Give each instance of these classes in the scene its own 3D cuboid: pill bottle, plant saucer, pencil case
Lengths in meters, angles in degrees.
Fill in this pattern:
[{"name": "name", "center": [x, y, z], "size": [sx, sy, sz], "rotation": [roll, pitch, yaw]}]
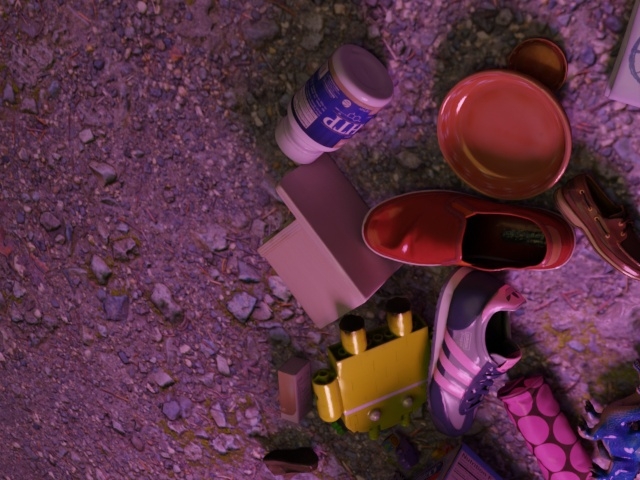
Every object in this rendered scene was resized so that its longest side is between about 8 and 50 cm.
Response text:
[{"name": "pill bottle", "center": [0.015, -0.204, 1.288], "size": [0.112, 0.112, 0.187], "rotation": [50, 130, 1]}, {"name": "plant saucer", "center": [0.300, -0.239, 1.148], "size": [0.083, 0.013, 0.083], "rotation": [15, 122, 26]}, {"name": "plant saucer", "center": [0.264, -0.153, 1.190], "size": [0.200, 0.037, 0.200], "rotation": [18, 128, 25]}, {"name": "pencil case", "center": [0.364, 0.314, 1.346], "size": [0.095, 0.098, 0.209], "rotation": [-28, 96, 4]}]

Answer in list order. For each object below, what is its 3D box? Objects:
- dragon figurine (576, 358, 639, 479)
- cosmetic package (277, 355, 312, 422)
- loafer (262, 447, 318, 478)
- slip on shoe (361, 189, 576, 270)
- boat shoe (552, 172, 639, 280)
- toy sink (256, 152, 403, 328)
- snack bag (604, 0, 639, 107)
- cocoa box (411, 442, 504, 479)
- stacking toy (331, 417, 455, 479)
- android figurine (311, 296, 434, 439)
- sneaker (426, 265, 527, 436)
[{"name": "dragon figurine", "center": [0.484, 0.316, 1.267], "size": [0.144, 0.085, 0.289], "rotation": [-7, 108, 36]}, {"name": "cosmetic package", "center": [-0.049, 0.289, 1.617], "size": [0.041, 0.060, 0.115], "rotation": [12, 118, 28]}, {"name": "loafer", "center": [-0.055, 0.462, 1.716], "size": [0.148, 0.056, 0.050], "rotation": [-9, 110, 46]}, {"name": "slip on shoe", "center": [0.209, -0.011, 1.250], "size": [0.331, 0.101, 0.123], "rotation": [7, 99, 28]}, {"name": "boat shoe", "center": [0.405, -0.019, 1.160], "size": [0.178, 0.064, 0.060], "rotation": [48, 132, 6]}, {"name": "toy sink", "center": [0.000, 0.000, 1.377], "size": [0.131, 0.153, 0.234], "rotation": [-35, 93, 40]}, {"name": "snack bag", "center": [0.530, -0.282, 0.962], "size": [0.323, 0.037, 0.342], "rotation": [20, 124, 22]}, {"name": "cocoa box", "center": [0.192, 0.564, 1.437], "size": [0.231, 0.228, 0.347], "rotation": [42, 129, 3]}, {"name": "stacking toy", "center": [0.133, 0.364, 1.547], "size": [0.221, 0.052, 0.167], "rotation": [49, 128, 5]}, {"name": "android figurine", "center": [0.104, 0.225, 1.390], "size": [0.056, 0.248, 0.273], "rotation": [-129, 26, -52]}, {"name": "sneaker", "center": [0.252, 0.201, 1.331], "size": [0.131, 0.112, 0.319], "rotation": [22, 126, 38]}]
